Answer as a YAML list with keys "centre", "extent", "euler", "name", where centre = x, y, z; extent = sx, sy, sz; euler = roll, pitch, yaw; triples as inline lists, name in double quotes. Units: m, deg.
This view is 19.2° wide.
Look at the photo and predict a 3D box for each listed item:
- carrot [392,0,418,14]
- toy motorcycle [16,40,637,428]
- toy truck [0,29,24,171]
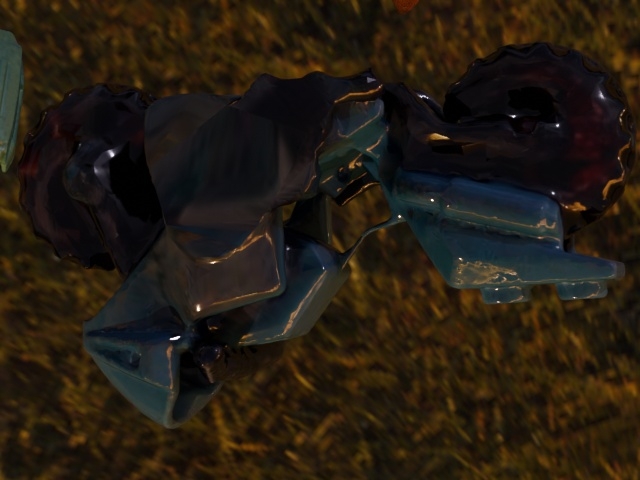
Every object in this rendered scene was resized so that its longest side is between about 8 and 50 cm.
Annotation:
- centre: [0.075, -0.273, 1.304]
  extent: [0.066, 0.271, 0.062]
  euler: [0, 47, -24]
  name: "carrot"
- centre: [0.000, 0.000, 1.226]
  extent: [0.416, 0.172, 0.232]
  euler: [-5, 88, 14]
  name: "toy motorcycle"
- centre: [-0.387, -0.125, 1.557]
  extent: [0.279, 0.156, 0.155]
  euler: [9, 57, -9]
  name: "toy truck"
